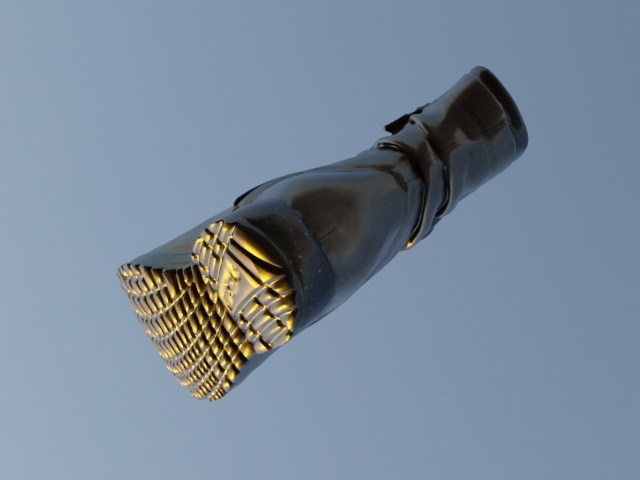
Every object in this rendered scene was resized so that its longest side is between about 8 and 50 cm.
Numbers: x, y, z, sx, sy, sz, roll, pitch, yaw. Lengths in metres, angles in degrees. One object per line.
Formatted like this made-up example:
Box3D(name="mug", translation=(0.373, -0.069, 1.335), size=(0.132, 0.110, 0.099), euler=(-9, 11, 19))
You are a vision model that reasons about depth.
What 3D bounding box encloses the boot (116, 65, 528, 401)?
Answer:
Box3D(name="boot", translation=(0.000, 0.000, 1.012), size=(0.118, 0.222, 0.338), euler=(59, -25, -6))
